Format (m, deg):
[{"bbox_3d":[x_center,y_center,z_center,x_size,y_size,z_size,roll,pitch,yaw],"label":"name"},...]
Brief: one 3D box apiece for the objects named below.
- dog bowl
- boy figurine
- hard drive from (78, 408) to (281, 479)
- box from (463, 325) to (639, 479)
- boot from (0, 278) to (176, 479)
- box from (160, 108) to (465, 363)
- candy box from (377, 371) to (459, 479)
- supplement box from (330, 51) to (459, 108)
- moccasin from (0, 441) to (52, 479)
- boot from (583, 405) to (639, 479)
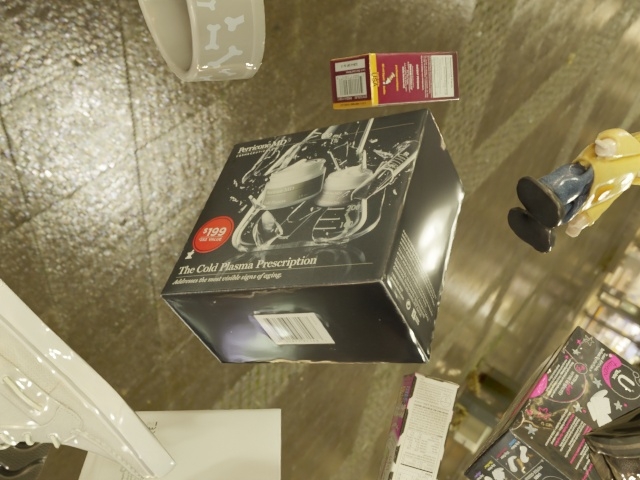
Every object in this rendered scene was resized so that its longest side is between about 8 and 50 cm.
[{"bbox_3d":[-0.203,-0.401,1.123,0.102,0.349,0.349,-21,144,-20],"label":"dog bowl"},{"bbox_3d":[0.392,-0.078,1.048,0.285,0.092,0.177,-22,140,-25],"label":"boy figurine"},{"bbox_3d":[-0.250,0.402,1.383,0.233,0.353,0.047,-95,-175,-64],"label":"hard drive"},{"bbox_3d":[0.353,0.279,1.102,0.247,0.142,0.163,-39,161,-39],"label":"box"},{"bbox_3d":[-0.257,0.152,0.664,0.123,0.258,0.095,-46,-171,-18],"label":"boot"},{"bbox_3d":[0.000,0.000,1.076,0.179,0.343,0.312,58,38,-39],"label":"box"},{"bbox_3d":[0.134,0.318,1.102,0.159,0.071,0.233,88,18,-79],"label":"candy box"},{"bbox_3d":[0.121,-0.259,1.202,0.188,0.104,0.081,-12,103,-35],"label":"supplement box"},{"bbox_3d":[-0.467,0.316,0.963,0.139,0.147,0.380,14,111,-53],"label":"moccasin"},{"bbox_3d":[0.253,0.207,0.437,0.091,0.229,0.263,-27,153,7],"label":"boot"}]
